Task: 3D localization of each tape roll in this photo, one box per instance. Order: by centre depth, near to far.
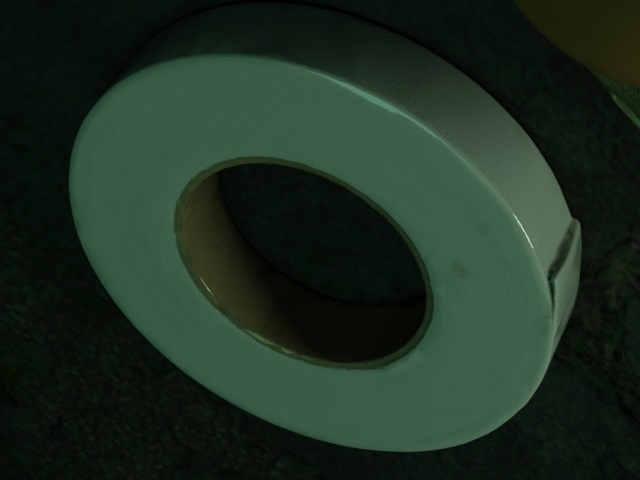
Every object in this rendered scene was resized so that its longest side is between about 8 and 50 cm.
[{"bbox_3d":[0.000,0.000,1.354,0.392,0.072,0.392,16,136,16],"label":"tape roll"}]

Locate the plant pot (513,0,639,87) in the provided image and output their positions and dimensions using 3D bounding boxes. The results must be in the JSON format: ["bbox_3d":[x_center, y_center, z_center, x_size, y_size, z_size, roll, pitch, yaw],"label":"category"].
[{"bbox_3d":[0.208,-0.200,0.903,0.291,0.291,0.203,36,155,-6],"label":"plant pot"}]

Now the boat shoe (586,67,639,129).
[{"bbox_3d":[0.241,-0.104,1.097,0.341,0.121,0.110,45,174,-11],"label":"boat shoe"}]
